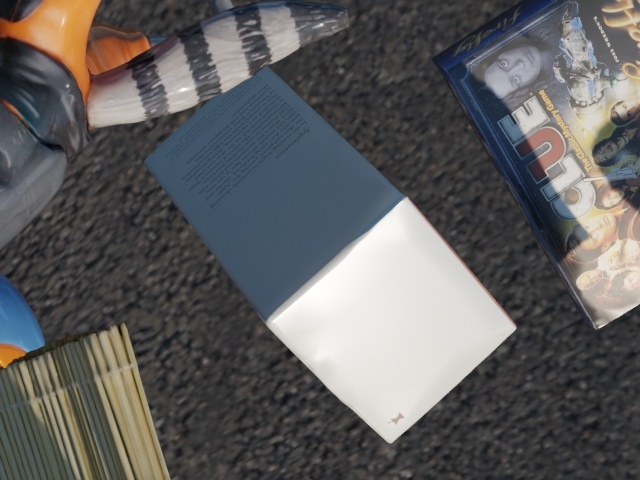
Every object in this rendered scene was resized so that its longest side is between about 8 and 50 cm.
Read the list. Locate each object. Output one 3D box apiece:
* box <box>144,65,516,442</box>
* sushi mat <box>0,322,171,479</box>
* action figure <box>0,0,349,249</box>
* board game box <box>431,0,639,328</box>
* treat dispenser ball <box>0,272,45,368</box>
[{"bbox_3d":[0.000,0.000,1.405,0.168,0.345,0.215,-42,128,1],"label":"box"},{"bbox_3d":[-0.115,0.210,0.799,0.019,0.151,0.316,-12,81,-46],"label":"sushi mat"},{"bbox_3d":[-0.155,-0.081,0.667,0.178,0.341,0.330,45,72,7],"label":"action figure"},{"bbox_3d":[0.212,-0.074,1.046,0.165,0.042,0.243,-33,113,2],"label":"board game box"},{"bbox_3d":[-0.424,0.142,1.462,0.288,0.288,0.288,13,62,-26],"label":"treat dispenser ball"}]
